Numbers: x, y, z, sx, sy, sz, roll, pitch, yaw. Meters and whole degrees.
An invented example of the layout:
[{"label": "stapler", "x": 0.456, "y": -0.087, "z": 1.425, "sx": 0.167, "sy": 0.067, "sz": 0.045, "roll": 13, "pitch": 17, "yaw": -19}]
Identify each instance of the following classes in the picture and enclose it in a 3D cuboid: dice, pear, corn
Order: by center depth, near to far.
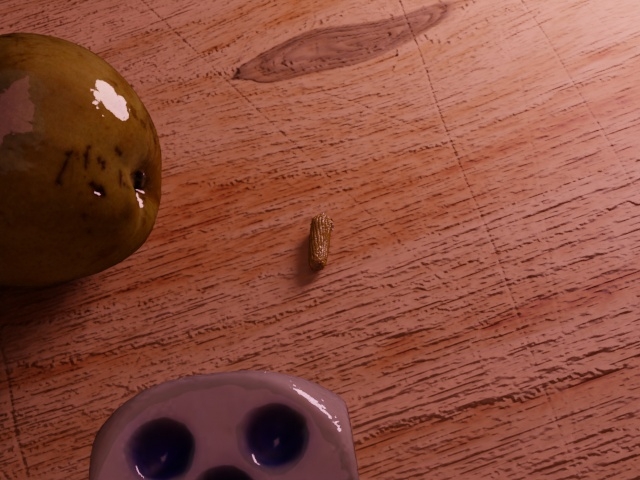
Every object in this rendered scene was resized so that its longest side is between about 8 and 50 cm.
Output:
[{"label": "dice", "x": -0.071, "y": 0.282, "z": 1.306, "sx": 0.243, "sy": 0.259, "sz": 0.251, "roll": -7, "pitch": 58, "yaw": -2}, {"label": "pear", "x": -0.330, "y": -0.081, "z": 1.667, "sx": 0.304, "sy": 0.304, "sz": 0.304, "roll": -4, "pitch": 49, "yaw": 5}, {"label": "corn", "x": 0.000, "y": 0.000, "z": 1.712, "sx": 0.028, "sy": 0.027, "sz": 0.083, "roll": 19, "pitch": 50, "yaw": -17}]
